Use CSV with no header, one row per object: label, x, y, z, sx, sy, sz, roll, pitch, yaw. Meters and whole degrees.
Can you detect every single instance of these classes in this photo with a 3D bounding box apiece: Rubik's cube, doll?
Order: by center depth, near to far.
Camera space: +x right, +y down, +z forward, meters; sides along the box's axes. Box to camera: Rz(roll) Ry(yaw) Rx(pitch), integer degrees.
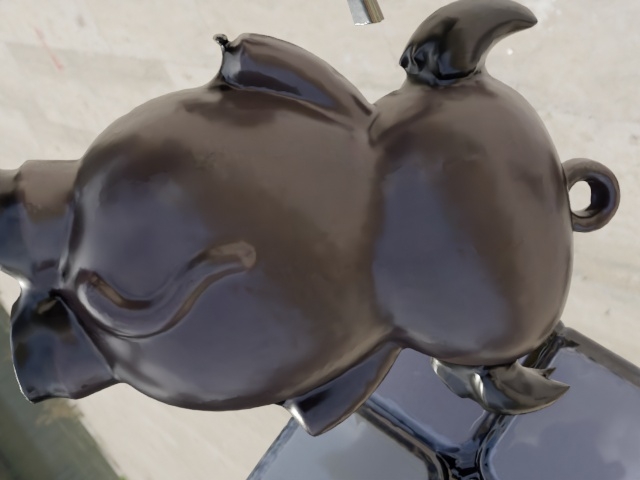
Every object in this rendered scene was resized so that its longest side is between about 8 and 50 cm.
doll,-0.001,0.001,0.413,0.117,0.257,0.182,-139,38,-72
Rubik's cube,0.158,0.238,0.920,0.316,0.313,0.318,32,172,26

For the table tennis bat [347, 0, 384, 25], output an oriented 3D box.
table tennis bat,0.003,-0.288,0.839,0.130,0.019,0.220,0,117,55
